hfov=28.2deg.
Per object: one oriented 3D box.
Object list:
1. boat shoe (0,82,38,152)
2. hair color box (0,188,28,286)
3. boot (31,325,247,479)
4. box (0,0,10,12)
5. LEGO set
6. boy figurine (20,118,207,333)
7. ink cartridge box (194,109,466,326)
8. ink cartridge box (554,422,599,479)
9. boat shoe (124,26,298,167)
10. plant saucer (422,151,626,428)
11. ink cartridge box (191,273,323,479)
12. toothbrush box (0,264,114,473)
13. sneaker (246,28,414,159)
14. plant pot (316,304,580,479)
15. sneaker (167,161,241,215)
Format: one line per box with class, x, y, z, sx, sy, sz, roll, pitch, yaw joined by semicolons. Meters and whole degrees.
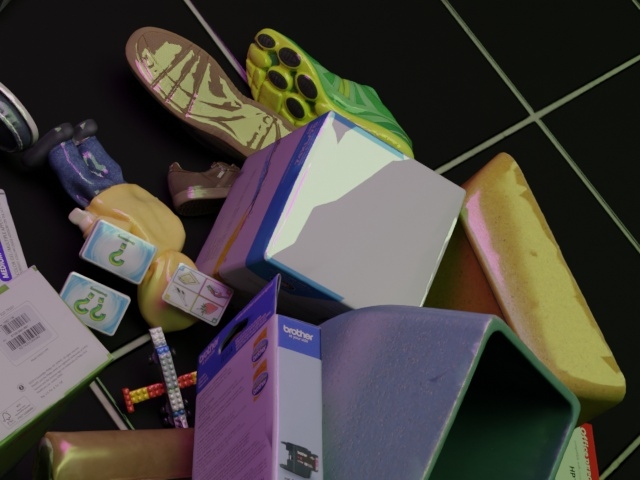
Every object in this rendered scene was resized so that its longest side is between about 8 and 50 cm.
boat shoe;-0.452;-0.177;1.497;0.254;0.095;0.079;38;45;-5
hair color box;-0.473;0.060;1.315;0.338;0.110;0.185;-9;67;-36
boot;-0.171;0.212;1.375;0.269;0.089;0.236;0;88;-32
box;-0.457;-0.443;1.700;0.216;0.060;0.270;34;47;-10
LEGO set;-0.185;0.111;1.451;0.244;0.060;0.182;29;86;-20
boy figurine;-0.231;-0.015;1.542;0.285;0.092;0.177;53;22;3
ink cartridge box;0.000;0.000;1.532;0.198;0.270;0.197;30;71;-18
ink cartridge box;0.295;0.303;1.700;0.231;0.078;0.134;17;52;-25
boat shoe;-0.148;-0.173;1.709;0.285;0.092;0.103;34;66;-14
plant saucer;0.170;0.114;1.562;0.081;0.333;0.333;-6;64;-41
ink cartridge box;-0.064;0.207;1.233;0.065;0.186;0.311;17;48;-25
toothbrush box;-0.350;0.177;1.196;0.122;0.283;0.206;48;46;4
sneaker;0.012;-0.190;1.840;0.295;0.109;0.123;41;23;-2
plant pot;0.085;0.212;1.360;0.248;0.252;0.247;42;67;-47
sneaker;-0.114;-0.076;1.683;0.188;0.066;0.071;-1;60;-36
